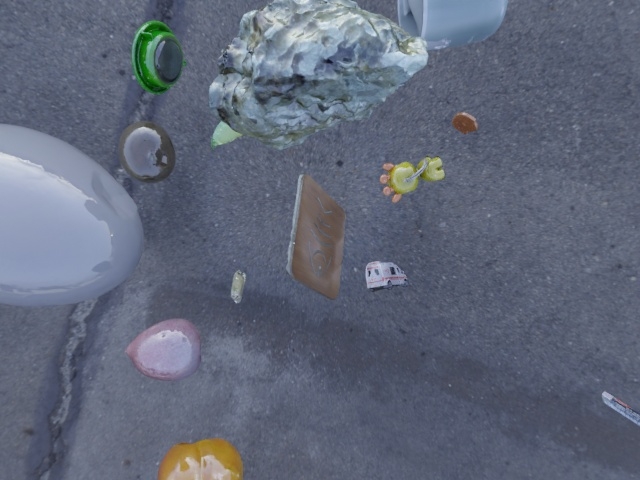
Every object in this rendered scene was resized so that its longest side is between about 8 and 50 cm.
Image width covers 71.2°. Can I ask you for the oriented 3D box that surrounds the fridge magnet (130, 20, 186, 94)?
[{"bbox_3d":[-0.488,-0.548,1.347,0.089,0.208,0.207,16,95,15],"label":"fridge magnet"}]

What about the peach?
[{"bbox_3d":[-0.196,0.398,0.733,0.138,0.138,0.137,0,95,-2],"label":"peach"}]

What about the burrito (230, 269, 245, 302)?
[{"bbox_3d":[-0.320,0.178,1.729,0.045,0.188,0.058,-32,118,16],"label":"burrito"}]

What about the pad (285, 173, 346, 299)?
[{"bbox_3d":[0.000,0.000,1.211,0.018,0.286,0.283,-4,69,27],"label":"pad"}]

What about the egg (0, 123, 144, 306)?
[{"bbox_3d":[-0.296,-0.022,0.454,0.232,0.176,0.175,21,94,5],"label":"egg"}]

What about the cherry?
[{"bbox_3d":[-0.541,0.397,1.576,0.239,0.239,0.206,-47,61,2],"label":"cherry"}]

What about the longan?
[{"bbox_3d":[-0.530,-0.269,1.367,0.190,0.189,0.189,0,95,-2],"label":"longan"}]

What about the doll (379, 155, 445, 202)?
[{"bbox_3d":[0.315,-0.223,1.576,0.221,0.135,0.142,-19,108,-11],"label":"doll"}]

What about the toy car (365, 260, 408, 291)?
[{"bbox_3d":[0.258,0.137,1.727,0.090,0.210,0.108,-19,75,37],"label":"toy car"}]

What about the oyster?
[{"bbox_3d":[-0.012,-0.136,0.370,0.125,0.064,0.177,31,134,-34],"label":"oyster"}]

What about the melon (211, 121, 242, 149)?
[{"bbox_3d":[-0.337,-0.438,1.754,0.114,0.053,0.261,44,70,0],"label":"melon"}]

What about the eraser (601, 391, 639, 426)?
[{"bbox_3d":[0.594,0.331,0.863,0.027,0.099,0.019,2,115,-46],"label":"eraser"}]

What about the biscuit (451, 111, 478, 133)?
[{"bbox_3d":[0.590,-0.480,1.823,0.102,0.130,0.019,37,81,-7],"label":"biscuit"}]

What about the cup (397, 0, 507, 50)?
[{"bbox_3d":[0.399,-0.754,1.420,0.275,0.356,0.259,-8,118,-4],"label":"cup"}]
